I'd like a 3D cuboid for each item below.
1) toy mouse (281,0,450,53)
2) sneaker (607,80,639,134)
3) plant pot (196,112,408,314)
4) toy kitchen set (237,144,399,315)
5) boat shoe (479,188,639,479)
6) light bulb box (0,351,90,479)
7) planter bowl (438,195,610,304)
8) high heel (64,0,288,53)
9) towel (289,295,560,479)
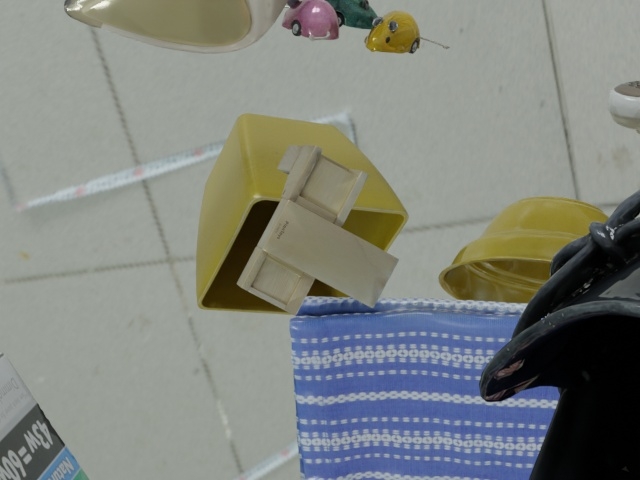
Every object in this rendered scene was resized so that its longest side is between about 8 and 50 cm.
[{"bbox_3d":[0.012,-0.189,1.023,0.143,0.161,0.031,25,114,29],"label":"toy mouse"},{"bbox_3d":[0.406,-0.104,1.309,0.106,0.290,0.123,21,107,47],"label":"sneaker"},{"bbox_3d":[-0.044,-0.043,1.579,0.212,0.187,0.212,6,137,-26],"label":"plant pot"},{"bbox_3d":[0.000,0.000,0.674,0.068,0.075,0.083,28,89,-13],"label":"toy kitchen set"},{"bbox_3d":[0.158,0.044,0.491,0.156,0.500,0.187,25,152,-6],"label":"boat shoe"},{"bbox_3d":[-0.361,0.299,0.851,0.361,0.358,0.225,-30,97,12],"label":"light bulb box"},{"bbox_3d":[0.231,0.014,1.218,0.217,0.090,0.217,10,163,3],"label":"planter bowl"},{"bbox_3d":[-0.077,-0.233,0.974,0.261,0.186,0.093,-11,130,-9],"label":"high heel"},{"bbox_3d":[0.104,0.179,0.806,0.243,0.040,0.336,2,126,7],"label":"towel"}]
